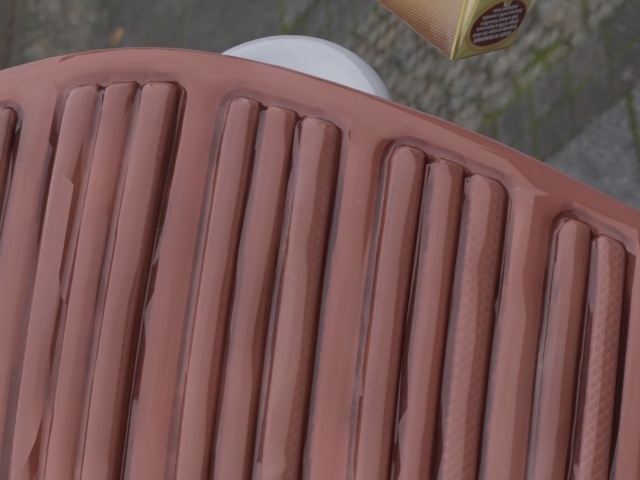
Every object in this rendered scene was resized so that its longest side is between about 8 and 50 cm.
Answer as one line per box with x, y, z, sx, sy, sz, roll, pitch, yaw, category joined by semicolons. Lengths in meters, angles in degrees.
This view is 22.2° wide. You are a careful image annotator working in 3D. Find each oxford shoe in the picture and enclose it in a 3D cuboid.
-0.075;0.036;0.451;0.146;0.397;0.140;60;-140;-67;oxford shoe

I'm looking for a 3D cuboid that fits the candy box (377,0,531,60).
0.126;-0.329;1.324;0.183;0.087;0.316;43;128;28;candy box

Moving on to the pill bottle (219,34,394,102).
0.000;0.000;0.609;0.087;0.160;0.087;-6;63;11;pill bottle
